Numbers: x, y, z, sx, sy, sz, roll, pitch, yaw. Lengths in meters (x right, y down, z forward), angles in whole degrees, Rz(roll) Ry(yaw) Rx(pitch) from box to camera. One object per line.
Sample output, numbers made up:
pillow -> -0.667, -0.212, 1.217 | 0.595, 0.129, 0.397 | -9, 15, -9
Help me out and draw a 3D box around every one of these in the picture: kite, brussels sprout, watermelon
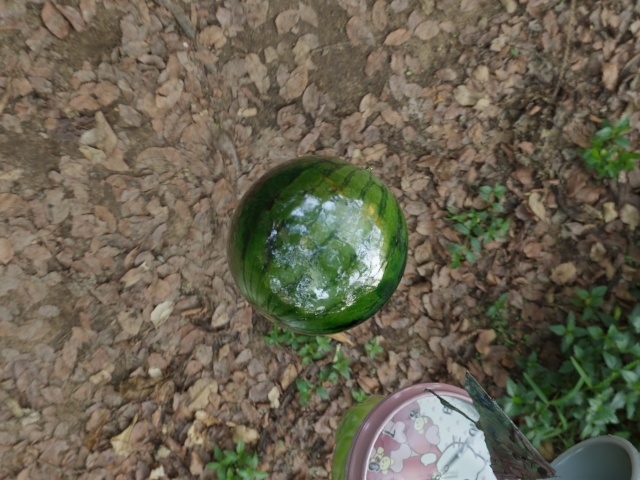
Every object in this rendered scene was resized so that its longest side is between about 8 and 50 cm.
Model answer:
kite -> 0.146, 0.170, 0.474 | 0.011, 0.156, 0.139 | -30, 118, -23
brussels sprout -> 0.100, 0.351, 0.833 | 0.161, 0.223, 0.223 | 8, 96, 27
watermelon -> -0.003, 0.004, 0.704 | 0.242, 0.242, 0.243 | -1, 97, -10

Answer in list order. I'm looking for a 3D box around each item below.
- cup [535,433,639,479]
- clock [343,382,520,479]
cup -> 0.436, 0.459, 0.706 | 0.257, 0.301, 0.227 | 42, 118, 9
clock -> 0.147, 0.308, 0.678 | 0.244, 0.056, 0.245 | 4, 76, -15
